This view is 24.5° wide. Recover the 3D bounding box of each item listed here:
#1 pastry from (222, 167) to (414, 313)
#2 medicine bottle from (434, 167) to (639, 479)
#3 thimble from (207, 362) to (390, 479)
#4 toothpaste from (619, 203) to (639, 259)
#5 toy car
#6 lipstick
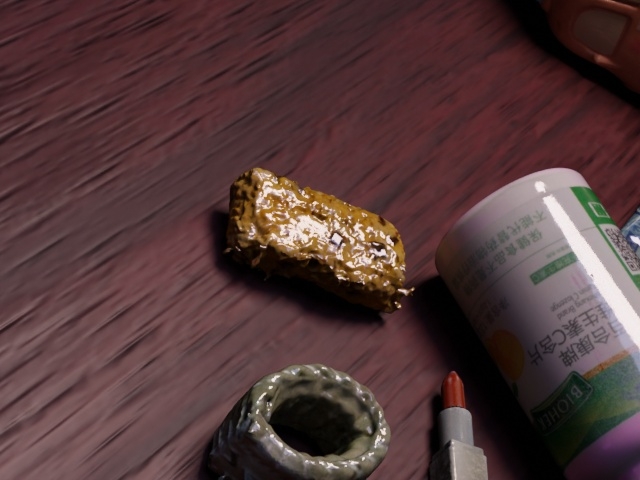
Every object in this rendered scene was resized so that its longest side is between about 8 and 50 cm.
[{"bbox_3d":[0.000,0.000,1.054,0.140,0.056,0.080,18,56,-25],"label":"pastry"},{"bbox_3d":[0.203,0.090,1.062,0.133,0.133,0.274,-11,60,-41],"label":"medicine bottle"},{"bbox_3d":[-0.015,0.126,0.925,0.110,0.062,0.084,-3,57,-38],"label":"thimble"},{"bbox_3d":[0.321,-0.033,1.328,0.069,0.047,0.268,49,44,-8],"label":"toothpaste"},{"bbox_3d":[0.308,-0.271,1.389,0.212,0.270,0.180,10,50,-3],"label":"toy car"},{"bbox_3d":[0.094,0.143,1.011,0.030,0.030,0.129,20,45,-20],"label":"lipstick"}]
